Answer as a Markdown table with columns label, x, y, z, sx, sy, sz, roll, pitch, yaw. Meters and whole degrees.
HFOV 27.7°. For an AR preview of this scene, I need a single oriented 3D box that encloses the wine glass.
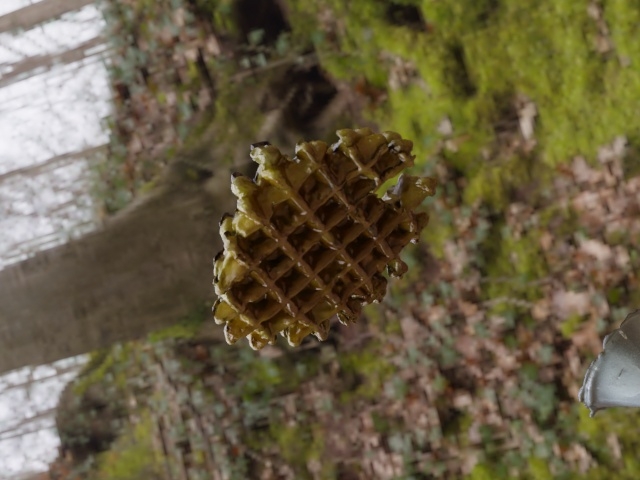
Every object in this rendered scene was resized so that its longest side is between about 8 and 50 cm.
| label | x | y | z | sx | sy | sz | roll | pitch | yaw |
| --- | --- | --- | --- | --- | --- | --- | --- | --- | --- |
| wine glass | 0.455 | 0.204 | 1.595 | 0.232 | 0.156 | 0.156 | 34 | 176 | 32 |

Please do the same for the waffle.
| label | x | y | z | sx | sy | sz | roll | pitch | yaw |
| --- | --- | --- | --- | --- | --- | --- | --- | --- | --- |
| waffle | 0.000 | 0.000 | 1.162 | 0.228 | 0.232 | 0.051 | -9 | -140 | -38 |
